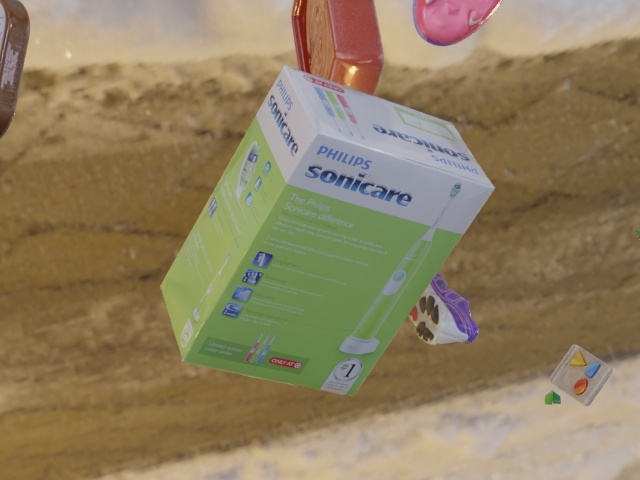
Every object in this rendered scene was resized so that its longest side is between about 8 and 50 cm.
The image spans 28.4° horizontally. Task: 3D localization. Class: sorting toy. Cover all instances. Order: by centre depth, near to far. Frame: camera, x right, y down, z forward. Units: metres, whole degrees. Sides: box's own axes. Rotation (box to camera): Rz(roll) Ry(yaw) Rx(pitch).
[{"bbox_3d":[0.311,0.175,1.551,0.083,0.062,0.012,-55,144,0],"label":"sorting toy"}]

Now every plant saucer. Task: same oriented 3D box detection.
[{"bbox_3d":[0.011,-0.238,1.464,0.047,0.259,0.258,-4,154,-11],"label":"plant saucer"}]

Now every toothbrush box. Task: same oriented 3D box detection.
[{"bbox_3d":[0.000,0.000,1.243,0.206,0.122,0.283,14,122,-30],"label":"toothbrush box"}]

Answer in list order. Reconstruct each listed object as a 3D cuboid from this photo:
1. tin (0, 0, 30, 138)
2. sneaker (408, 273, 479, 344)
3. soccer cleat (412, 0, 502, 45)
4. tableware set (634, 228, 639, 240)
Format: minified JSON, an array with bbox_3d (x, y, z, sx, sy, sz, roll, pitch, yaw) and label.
[{"bbox_3d":[-0.406,-0.207,1.532,0.106,0.190,0.040,5,173,32],"label":"tin"},{"bbox_3d":[0.139,0.076,1.499,0.071,0.170,0.068,13,116,-21],"label":"sneaker"},{"bbox_3d":[0.144,-0.282,1.221,0.083,0.248,0.095,24,159,-10],"label":"soccer cleat"},{"bbox_3d":[0.458,0.044,1.721,0.024,0.104,0.154,-29,151,11],"label":"tableware set"}]
